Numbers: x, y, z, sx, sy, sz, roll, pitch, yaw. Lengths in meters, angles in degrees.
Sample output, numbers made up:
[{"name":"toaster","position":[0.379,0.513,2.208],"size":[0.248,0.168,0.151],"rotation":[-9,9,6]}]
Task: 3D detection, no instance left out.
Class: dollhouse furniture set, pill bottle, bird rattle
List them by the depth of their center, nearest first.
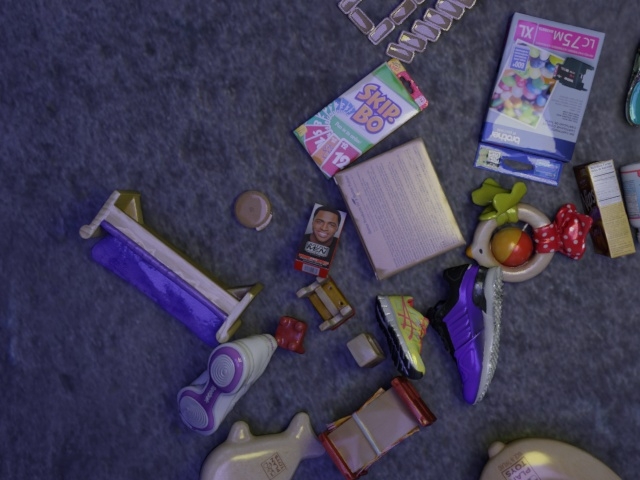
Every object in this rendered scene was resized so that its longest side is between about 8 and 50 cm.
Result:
[{"name":"pill bottle","position":[0.650,-0.078,1.508],"size":[0.087,0.087,0.160],"rotation":[-12,94,4]},{"name":"bird rattle","position":[0.407,-0.012,1.536],"size":[0.253,0.143,0.207],"rotation":[28,107,-12]},{"name":"dollhouse furniture set","position":[0.048,0.276,1.565],"size":[0.201,0.152,0.374],"rotation":[-37,74,6]}]

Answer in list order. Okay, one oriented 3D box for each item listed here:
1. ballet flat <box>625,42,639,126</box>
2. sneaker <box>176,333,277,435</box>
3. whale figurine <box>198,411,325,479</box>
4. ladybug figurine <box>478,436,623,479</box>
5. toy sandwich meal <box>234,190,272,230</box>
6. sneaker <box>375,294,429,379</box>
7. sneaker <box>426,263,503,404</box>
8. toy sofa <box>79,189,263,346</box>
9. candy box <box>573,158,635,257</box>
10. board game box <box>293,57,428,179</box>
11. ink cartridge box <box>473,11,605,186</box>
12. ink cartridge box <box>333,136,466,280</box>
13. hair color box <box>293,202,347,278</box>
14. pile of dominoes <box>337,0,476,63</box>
[{"name":"ballet flat","position":[0.641,-0.318,1.504],"size":[0.070,0.070,0.188],"rotation":[14,99,2]},{"name":"sneaker","position":[-0.186,0.296,1.559],"size":[0.114,0.152,0.305],"rotation":[52,129,13]},{"name":"whale figurine","position":[-0.126,0.470,1.595],"size":[0.272,0.141,0.216],"rotation":[-33,92,-19]},{"name":"ladybug figurine","position":[0.485,0.572,1.530],"size":[0.305,0.162,0.449],"rotation":[-36,92,5]},{"name":"toy sandwich meal","position":[-0.138,-0.064,1.591],"size":[0.085,0.029,0.086],"rotation":[0,92,8]},{"name":"sneaker","position":[0.179,0.182,1.520],"size":[0.094,0.208,0.081],"rotation":[-8,137,-11]},{"name":"sneaker","position":[0.287,0.184,1.553],"size":[0.146,0.102,0.293],"rotation":[7,103,21]},{"name":"toy sofa","position":[-0.310,0.068,1.550],"size":[0.362,0.150,0.177],"rotation":[38,94,0]},{"name":"candy box","position":[0.558,-0.064,1.505],"size":[0.053,0.109,0.187],"rotation":[-14,93,4]},{"name":"board game box","position":[0.084,-0.250,1.557],"size":[0.259,0.039,0.124],"rotation":[-36,92,5]},{"name":"ink cartridge box","position":[0.432,-0.278,1.522],"size":[0.185,0.065,0.311],"rotation":[14,97,3]},{"name":"ink cartridge box","position":[0.159,-0.064,1.540],"size":[0.193,0.088,0.235],"rotation":[-22,93,6]},{"name":"hair color box","position":[0.000,0.000,1.542],"size":[0.072,0.043,0.141],"rotation":[17,59,2]},{"name":"pile of dominoes","position":[0.191,-0.493,1.544],"size":[0.251,0.040,0.196],"rotation":[-42,92,14]}]
